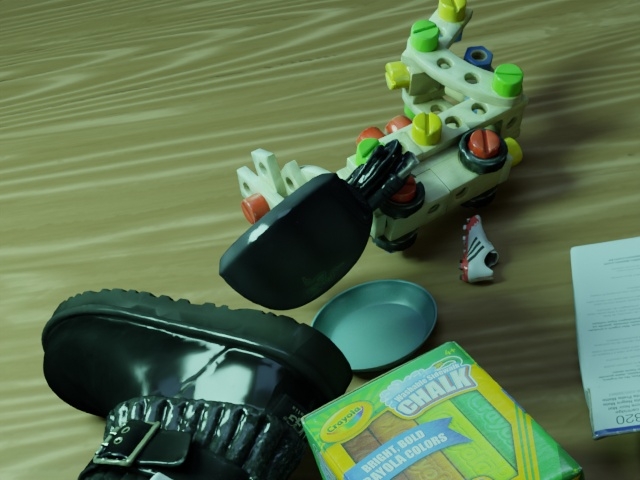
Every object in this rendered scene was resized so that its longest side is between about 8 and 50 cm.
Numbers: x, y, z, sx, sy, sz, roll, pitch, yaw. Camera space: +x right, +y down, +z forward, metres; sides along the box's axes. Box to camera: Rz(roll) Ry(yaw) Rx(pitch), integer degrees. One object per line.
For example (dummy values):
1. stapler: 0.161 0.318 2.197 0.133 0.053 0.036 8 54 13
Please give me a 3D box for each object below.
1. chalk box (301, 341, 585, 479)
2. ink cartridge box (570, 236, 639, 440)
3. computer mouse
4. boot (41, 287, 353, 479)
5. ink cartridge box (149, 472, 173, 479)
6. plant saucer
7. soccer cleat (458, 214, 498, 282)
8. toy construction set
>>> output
1. chalk box: 0.080 0.171 0.837 0.132 0.132 0.213 -28 36 -13
2. ink cartridge box: 0.316 0.072 0.936 0.223 0.045 0.224 -9 37 15
3. computer mouse: 0.000 0.000 0.973 0.188 0.072 0.272 -40 -2 12
4. boot: -0.160 0.176 0.948 0.348 0.131 0.260 -1 49 44
5. ink cartridge box: -0.088 0.283 0.724 0.181 0.056 0.225 33 54 -1
6. plant saucer: 0.049 0.081 1.071 0.119 0.021 0.119 -13 35 10
7. soccer cleat: 0.151 0.008 1.120 0.035 0.029 0.083 2 42 13
8. toy construction set: 0.073 -0.102 1.198 0.327 0.151 0.215 -35 62 -9
